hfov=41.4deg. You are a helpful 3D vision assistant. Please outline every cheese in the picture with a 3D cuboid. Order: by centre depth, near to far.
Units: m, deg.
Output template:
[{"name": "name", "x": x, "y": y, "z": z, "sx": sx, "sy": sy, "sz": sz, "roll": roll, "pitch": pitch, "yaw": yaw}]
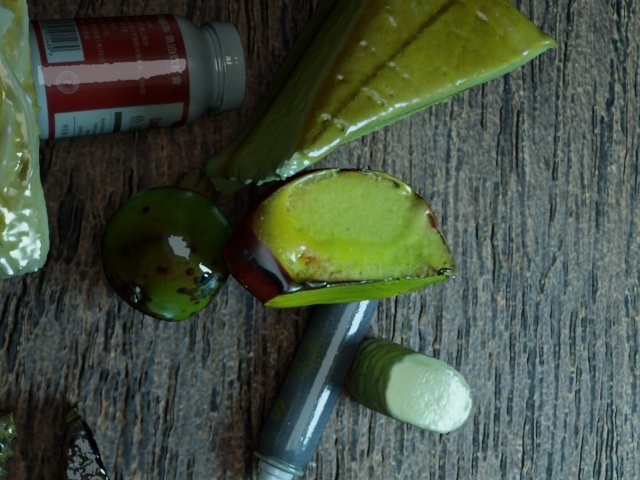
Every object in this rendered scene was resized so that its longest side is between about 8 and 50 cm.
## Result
[{"name": "cheese", "x": 0.104, "y": 0.183, "z": 1.070, "sx": 0.123, "sy": 0.167, "sz": 0.094, "roll": 31, "pitch": 82, "yaw": -15}]

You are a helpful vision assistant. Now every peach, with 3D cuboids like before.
[{"name": "peach", "x": 0.000, "y": 0.002, "z": 0.985, "sx": 0.267, "sy": 0.154, "sz": 0.158, "roll": -7, "pitch": 72, "yaw": -24}]

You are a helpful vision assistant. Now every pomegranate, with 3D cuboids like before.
[{"name": "pomegranate", "x": -0.167, "y": -0.001, "z": 0.984, "sx": 0.159, "sy": 0.159, "sz": 0.205, "roll": 34, "pitch": 47, "yaw": -18}]

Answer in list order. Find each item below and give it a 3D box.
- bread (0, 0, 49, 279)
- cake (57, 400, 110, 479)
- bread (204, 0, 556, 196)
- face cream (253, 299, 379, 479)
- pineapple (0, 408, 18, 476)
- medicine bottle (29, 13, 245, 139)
[{"name": "bread", "x": -0.470, "y": -0.131, "z": 0.736, "sx": 0.371, "sy": 0.279, "sz": 0.390, "roll": -11, "pitch": 94, "yaw": -48}, {"name": "cake", "x": -0.282, "y": 0.321, "z": 0.946, "sx": 0.135, "sy": 0.112, "sz": 0.246, "roll": -24, "pitch": 98, "yaw": -18}, {"name": "bread", "x": 0.057, "y": -0.146, "z": 0.999, "sx": 0.245, "sy": 0.233, "sz": 0.361, "roll": 37, "pitch": 68, "yaw": -19}, {"name": "face cream", "x": -0.009, "y": 0.181, "z": 1.076, "sx": 0.073, "sy": 0.073, "sz": 0.283, "roll": 27, "pitch": 80, "yaw": -19}, {"name": "pineapple", "x": -0.407, "y": 0.289, "z": 0.906, "sx": 0.119, "sy": 0.111, "sz": 0.237, "roll": 15, "pitch": 89, "yaw": 9}, {"name": "medicine bottle", "x": -0.220, "y": -0.189, "z": 0.968, "sx": 0.250, "sy": 0.131, "sz": 0.131, "roll": -8, "pitch": 92, "yaw": -22}]
